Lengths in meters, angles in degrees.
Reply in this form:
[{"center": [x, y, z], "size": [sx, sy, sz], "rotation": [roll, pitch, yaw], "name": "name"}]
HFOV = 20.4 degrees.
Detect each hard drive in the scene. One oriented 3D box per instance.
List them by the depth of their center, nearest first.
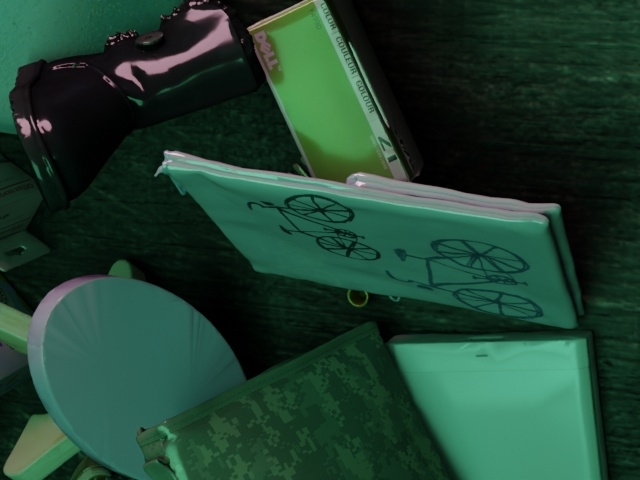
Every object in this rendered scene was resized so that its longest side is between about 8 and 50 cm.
[{"center": [0.180, 0.242, 1.740], "size": [0.203, 0.040, 0.308], "rotation": [-3, 102, 24], "name": "hard drive"}]

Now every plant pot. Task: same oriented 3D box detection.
[{"center": [-0.244, -0.229, 1.697], "size": [0.252, 0.248, 0.247], "rotation": [18, 110, 1], "name": "plant pot"}]

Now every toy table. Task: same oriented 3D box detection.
[{"center": [-0.210, 0.132, 1.764], "size": [0.161, 0.252, 0.274], "rotation": [4, 140, 49], "name": "toy table"}]

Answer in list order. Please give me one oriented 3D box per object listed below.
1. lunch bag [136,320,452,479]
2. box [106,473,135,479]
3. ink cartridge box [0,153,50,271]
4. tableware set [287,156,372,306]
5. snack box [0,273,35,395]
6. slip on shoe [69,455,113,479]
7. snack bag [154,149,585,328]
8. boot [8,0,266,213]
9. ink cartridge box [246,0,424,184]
[{"center": [-0.029, 0.240, 1.665], "size": [0.169, 0.287, 0.235], "rotation": [-32, 83, 43], "name": "lunch bag"}, {"center": [-0.150, 0.355, 1.811], "size": [0.059, 0.232, 0.183], "rotation": [-14, 108, -18], "name": "box"}, {"center": [-0.361, -0.052, 1.861], "size": [0.180, 0.104, 0.060], "rotation": [36, 113, 10], "name": "ink cartridge box"}, {"center": [0.000, 0.000, 1.763], "size": [0.154, 0.024, 0.104], "rotation": [46, 116, 6], "name": "tableware set"}, {"center": [-0.393, 0.093, 1.853], "size": [0.174, 0.207, 0.070], "rotation": [48, 116, 4], "name": "snack box"}, {"center": [-0.263, 0.290, 1.944], "size": [0.041, 0.051, 0.135], "rotation": [58, 136, 46], "name": "slip on shoe"}, {"center": [0.057, 0.000, 1.582], "size": [0.342, 0.323, 0.037], "rotation": [9, 75, 16], "name": "snack bag"}, {"center": [-0.150, -0.125, 1.504], "size": [0.207, 0.246, 0.094], "rotation": [-19, 113, 0], "name": "boot"}, {"center": [0.010, -0.125, 1.590], "size": [0.097, 0.255, 0.189], "rotation": [-24, 93, 8], "name": "ink cartridge box"}]
